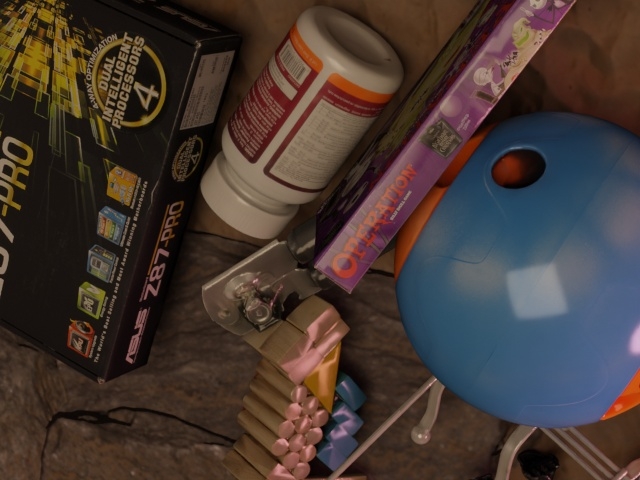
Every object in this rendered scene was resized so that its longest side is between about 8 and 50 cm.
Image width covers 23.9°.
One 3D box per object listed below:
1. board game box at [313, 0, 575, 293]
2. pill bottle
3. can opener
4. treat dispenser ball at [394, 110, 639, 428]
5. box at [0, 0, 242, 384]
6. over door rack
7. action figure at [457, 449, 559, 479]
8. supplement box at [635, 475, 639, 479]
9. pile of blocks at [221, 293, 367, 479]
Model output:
[{"bbox_3d":[0.113,-0.124,1.368,0.056,0.208,0.347,35,101,-12],"label":"board game box"},{"bbox_3d":[-0.023,-0.114,1.506,0.121,0.121,0.221,39,118,4],"label":"pill bottle"},{"bbox_3d":[0.000,0.000,1.565,0.283,0.095,0.076,-32,115,12],"label":"can opener"},{"bbox_3d":[0.210,0.027,1.378,0.288,0.288,0.288,6,108,18],"label":"treat dispenser ball"},{"bbox_3d":[-0.280,-0.093,1.598,0.318,0.097,0.395,29,114,22],"label":"box"},{"bbox_3d":[0.126,0.259,1.461,0.239,0.324,0.108,42,161,37],"label":"over door rack"},{"bbox_3d":[0.225,0.368,1.566,0.164,0.141,0.275,-17,99,12],"label":"action figure"},{"bbox_3d":[0.421,0.290,1.480,0.239,0.073,0.130,37,123,-5],"label":"supplement box"},{"bbox_3d":[-0.035,0.225,1.645,0.112,0.149,0.362,31,111,56],"label":"pile of blocks"}]
